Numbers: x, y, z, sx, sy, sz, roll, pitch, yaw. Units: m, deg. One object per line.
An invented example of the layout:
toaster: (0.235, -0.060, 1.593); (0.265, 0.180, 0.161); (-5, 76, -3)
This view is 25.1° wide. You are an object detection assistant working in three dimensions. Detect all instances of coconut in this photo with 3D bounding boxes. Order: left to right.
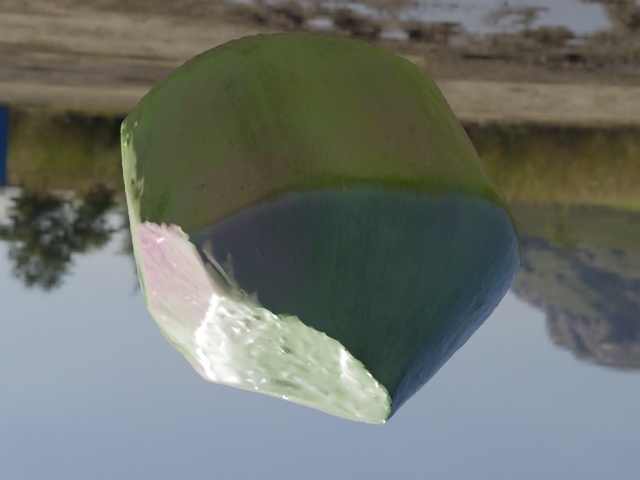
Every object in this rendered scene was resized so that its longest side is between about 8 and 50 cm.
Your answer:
coconut: (0.000, 0.000, 0.798); (0.204, 0.236, 0.236); (-19, -177, -3)
